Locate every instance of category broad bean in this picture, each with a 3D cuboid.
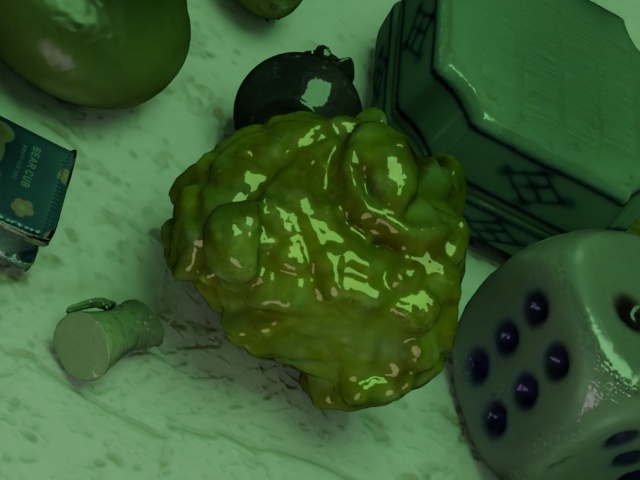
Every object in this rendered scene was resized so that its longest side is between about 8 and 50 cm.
[{"bbox_3d":[-0.223,-0.245,1.724,0.238,0.119,0.291,13,51,-41],"label":"broad bean"}]

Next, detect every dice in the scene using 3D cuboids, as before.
[{"bbox_3d":[0.246,0.114,1.729,0.192,0.193,0.194,9,53,-34],"label":"dice"}]

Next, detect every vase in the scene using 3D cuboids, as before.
[{"bbox_3d":[-0.011,-0.132,1.806,0.120,0.120,0.183,38,28,-6],"label":"vase"}]

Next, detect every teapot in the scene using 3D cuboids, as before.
[{"bbox_3d":[-0.170,0.073,1.548,0.067,0.057,0.083,49,33,17],"label":"teapot"}]

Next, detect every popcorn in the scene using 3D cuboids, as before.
[{"bbox_3d":[0.000,0.000,1.610,0.250,0.235,0.241,28,29,-23],"label":"popcorn"}]

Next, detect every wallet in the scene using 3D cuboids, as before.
[{"bbox_3d":[-0.304,-0.066,1.556,0.202,0.059,0.141,28,37,-19],"label":"wallet"}]

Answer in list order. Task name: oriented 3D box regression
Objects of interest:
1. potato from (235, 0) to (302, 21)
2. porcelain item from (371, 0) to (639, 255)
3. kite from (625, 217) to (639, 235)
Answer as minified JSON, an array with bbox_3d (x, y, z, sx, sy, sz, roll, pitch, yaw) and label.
[{"bbox_3d":[-0.051,-0.294,1.925,0.105,0.085,0.188,34,37,-13],"label":"potato"},{"bbox_3d":[0.193,-0.128,1.917,0.281,0.157,0.286,25,43,-21],"label":"porcelain item"},{"bbox_3d":[0.393,-0.078,2.138,0.378,0.013,0.327,-12,64,-41],"label":"kite"}]
